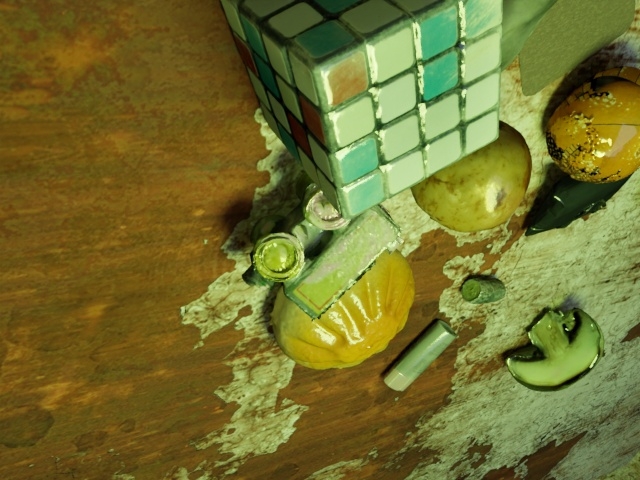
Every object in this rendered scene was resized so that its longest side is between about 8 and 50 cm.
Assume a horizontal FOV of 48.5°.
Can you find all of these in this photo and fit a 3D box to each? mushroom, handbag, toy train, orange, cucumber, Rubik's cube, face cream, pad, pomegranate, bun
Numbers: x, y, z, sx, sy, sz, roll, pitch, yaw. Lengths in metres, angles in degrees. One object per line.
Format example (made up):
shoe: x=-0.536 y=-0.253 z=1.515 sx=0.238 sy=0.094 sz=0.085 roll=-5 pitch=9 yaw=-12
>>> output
mushroom: x=0.303 y=-0.363 z=1.107 sx=0.351 sy=0.097 sz=0.109 roll=-48 pitch=143 yaw=6
handbag: x=0.574 y=-0.103 z=1.551 sx=0.254 sy=0.088 sz=0.211 roll=-27 pitch=159 yaw=-14
toy train: x=0.000 y=0.000 z=1.144 sx=0.177 sy=0.134 sz=0.261 roll=43 pitch=99 yaw=-15
orange: x=0.554 y=-0.221 z=1.369 sx=0.235 sy=0.182 sz=0.234 roll=-17 pitch=138 yaw=-16
mushroom: x=0.663 y=0.308 z=1.962 sx=0.267 sy=0.189 sz=0.164 roll=-53 pitch=153 yaw=14
cucumber: x=0.383 y=0.118 z=1.654 sx=0.112 sy=0.064 sz=0.064 roll=3 pitch=126 yaw=-40
Rubik's cube: x=0.059 y=-0.231 z=0.915 sx=0.259 sy=0.253 sz=0.256 roll=-29 pitch=141 yaw=-10
face cream: x=0.238 y=0.278 z=1.705 sx=0.198 sy=0.057 sz=0.084 roll=-47 pitch=141 yaw=14
pad: x=0.464 y=-0.383 z=1.278 sx=0.266 sy=0.002 sz=0.176 roll=-34 pitch=141 yaw=-5
pomegranate: x=0.255 y=-0.109 z=1.217 sx=0.215 sy=0.215 sz=0.215 roll=-21 pitch=138 yaw=-20
bun: x=0.055 y=0.143 z=1.348 sx=0.299 sy=0.165 sz=0.298 roll=-20 pitch=136 yaw=-21
